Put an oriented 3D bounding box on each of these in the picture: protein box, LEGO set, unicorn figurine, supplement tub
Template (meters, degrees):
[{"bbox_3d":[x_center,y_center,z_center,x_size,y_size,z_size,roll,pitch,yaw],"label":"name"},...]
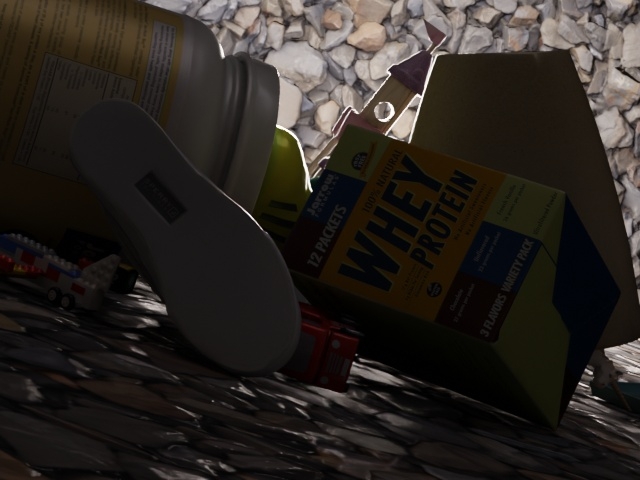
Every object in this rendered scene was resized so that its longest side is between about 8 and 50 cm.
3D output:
[{"bbox_3d":[0.108,0.031,1.472,0.201,0.136,0.200,19,-16,30],"label":"protein box"},{"bbox_3d":[-0.249,-0.002,1.375,0.244,0.060,0.182,17,8,-14],"label":"LEGO set"},{"bbox_3d":[0.226,0.115,1.785,0.162,0.060,0.111,23,10,28],"label":"unicorn figurine"},{"bbox_3d":[-0.225,-0.105,1.569,0.331,0.241,0.241,17,4,-15],"label":"supplement tub"}]

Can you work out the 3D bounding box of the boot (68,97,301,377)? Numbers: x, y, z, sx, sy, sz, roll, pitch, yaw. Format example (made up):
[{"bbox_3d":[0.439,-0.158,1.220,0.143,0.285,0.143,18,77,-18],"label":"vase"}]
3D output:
[{"bbox_3d":[-0.089,0.009,1.345,0.258,0.095,0.123,54,-3,25],"label":"boot"}]

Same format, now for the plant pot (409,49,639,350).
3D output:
[{"bbox_3d":[0.179,-0.043,1.728,0.257,0.274,0.256,-1,5,0],"label":"plant pot"}]

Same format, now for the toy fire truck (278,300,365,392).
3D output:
[{"bbox_3d":[-0.040,0.066,1.403,0.135,0.047,0.192,17,5,-3],"label":"toy fire truck"}]

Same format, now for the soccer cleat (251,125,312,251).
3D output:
[{"bbox_3d":[-0.032,-0.027,1.718,0.121,0.093,0.289,14,-24,-2],"label":"soccer cleat"}]

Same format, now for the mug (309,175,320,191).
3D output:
[{"bbox_3d":[0.006,-0.007,2.025,0.158,0.129,0.097,19,1,20],"label":"mug"}]

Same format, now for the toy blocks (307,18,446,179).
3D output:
[{"bbox_3d":[0.152,-0.080,2.199,0.288,0.260,0.309,41,3,-2],"label":"toy blocks"}]

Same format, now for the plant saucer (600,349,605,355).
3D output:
[{"bbox_3d":[0.314,0.040,2.262,0.037,0.240,0.241,-13,0,7],"label":"plant saucer"}]

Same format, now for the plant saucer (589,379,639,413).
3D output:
[{"bbox_3d":[0.343,0.166,1.902,0.067,0.018,0.192,20,4,29],"label":"plant saucer"}]

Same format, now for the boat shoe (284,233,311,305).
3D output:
[{"bbox_3d":[-0.005,0.056,1.593,0.065,0.083,0.183,-13,23,18],"label":"boat shoe"}]
